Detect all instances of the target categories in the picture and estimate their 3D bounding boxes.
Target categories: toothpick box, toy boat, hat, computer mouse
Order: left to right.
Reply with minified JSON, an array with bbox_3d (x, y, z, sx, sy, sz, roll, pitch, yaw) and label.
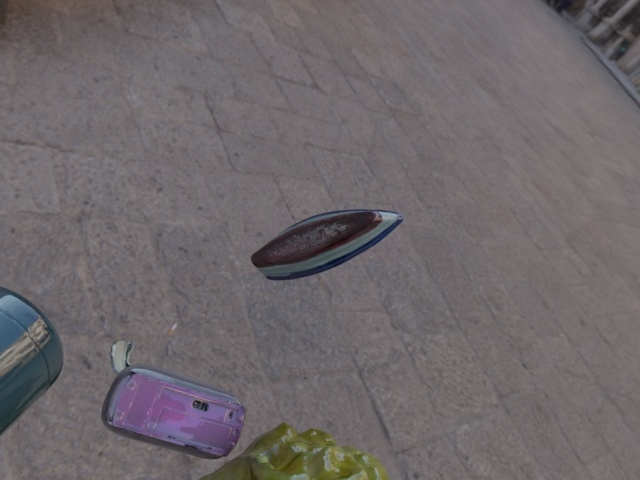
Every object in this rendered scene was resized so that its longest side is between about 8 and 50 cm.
[{"bbox_3d":[-0.300,0.125,0.367,0.120,0.120,0.184,37,27,-9],"label":"toothpick box"},{"bbox_3d":[-0.641,0.475,1.679,0.257,0.301,0.168,31,77,10],"label":"hat"},{"bbox_3d":[-0.319,0.382,1.083,0.310,0.071,0.158,26,72,-22],"label":"computer mouse"},{"bbox_3d":[0.000,0.000,0.646,0.045,0.228,0.080,14,64,-52],"label":"toy boat"}]

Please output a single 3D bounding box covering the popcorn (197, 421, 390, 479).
[{"bbox_3d":[-0.026,0.359,0.541,0.312,0.312,0.312,26,38,-23],"label":"popcorn"}]
